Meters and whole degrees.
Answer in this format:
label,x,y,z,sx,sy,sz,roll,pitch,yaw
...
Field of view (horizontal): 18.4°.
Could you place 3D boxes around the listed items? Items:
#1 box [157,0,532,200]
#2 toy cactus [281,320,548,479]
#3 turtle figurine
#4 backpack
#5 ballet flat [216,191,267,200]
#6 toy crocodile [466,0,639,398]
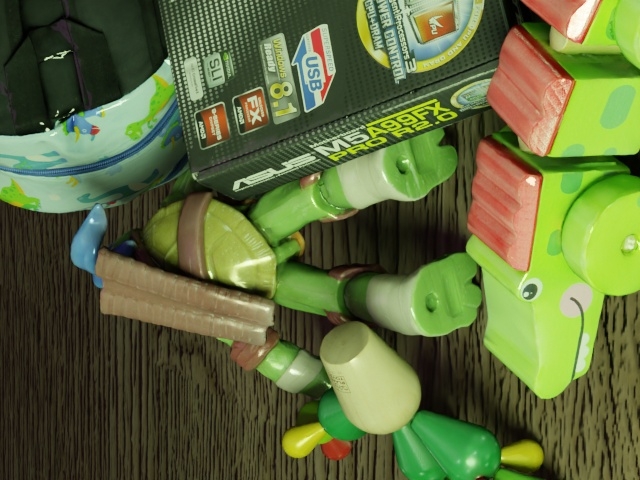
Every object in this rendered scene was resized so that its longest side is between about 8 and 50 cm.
label,x,y,z,sx,sy,sz,roll,pitch,yaw
box,0.003,-0.185,1.210,0.216,0.060,0.270,-19,70,22
toy cactus,0.045,0.123,1.215,0.219,0.112,0.180,29,160,48
turtle figurine,0.000,0.000,1.341,0.266,0.275,0.198,-7,63,43
backpack,-0.201,-0.198,1.513,0.273,0.290,0.355,79,175,-50
ballet flat,-0.050,-0.075,1.504,0.057,0.049,0.173,28,126,44
toy crocodile,0.134,-0.073,1.057,0.115,0.105,0.340,50,137,50
